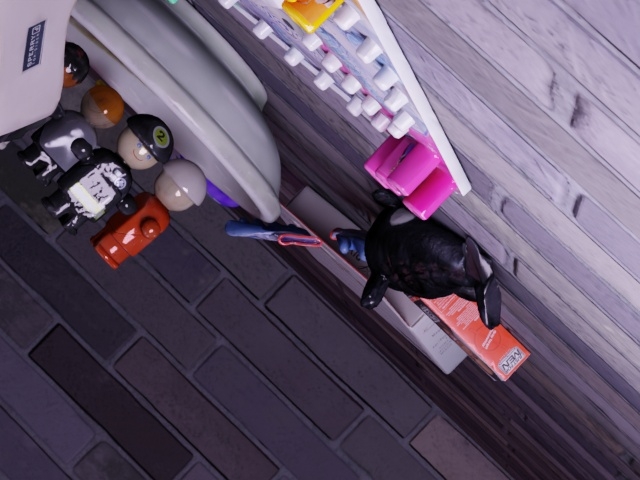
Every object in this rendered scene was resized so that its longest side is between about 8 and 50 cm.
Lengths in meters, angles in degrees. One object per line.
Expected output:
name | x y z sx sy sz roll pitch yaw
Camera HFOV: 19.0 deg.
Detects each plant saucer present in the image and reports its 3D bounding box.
plant saucer | -0.163 -0.188 1.996 0.400 0.100 0.400 43 176 4

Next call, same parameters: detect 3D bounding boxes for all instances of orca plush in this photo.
orca plush | 0.092 0.044 1.840 0.151 0.102 0.287 47 175 -27

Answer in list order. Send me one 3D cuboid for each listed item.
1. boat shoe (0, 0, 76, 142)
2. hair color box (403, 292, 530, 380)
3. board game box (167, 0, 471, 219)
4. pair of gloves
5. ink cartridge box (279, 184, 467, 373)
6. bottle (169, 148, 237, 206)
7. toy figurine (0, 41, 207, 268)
boat shoe | -0.306 -0.253 1.766 0.158 0.127 0.340 44 137 21
hair color box | 0.156 0.088 2.049 0.141 0.043 0.072 43 174 1
board game box | -0.077 -0.207 1.409 0.390 0.050 0.390 41 174 27
pair of gloves | 0.000 0.000 2.039 0.198 0.023 0.159 5 -175 -18
ink cartridge box | 0.045 0.019 2.297 0.275 0.060 0.239 41 173 39
bottle | -0.127 -0.101 2.494 0.118 0.092 0.283 47 175 -17
toy figurine | -0.238 -0.097 2.025 0.209 0.148 0.213 48 180 23
